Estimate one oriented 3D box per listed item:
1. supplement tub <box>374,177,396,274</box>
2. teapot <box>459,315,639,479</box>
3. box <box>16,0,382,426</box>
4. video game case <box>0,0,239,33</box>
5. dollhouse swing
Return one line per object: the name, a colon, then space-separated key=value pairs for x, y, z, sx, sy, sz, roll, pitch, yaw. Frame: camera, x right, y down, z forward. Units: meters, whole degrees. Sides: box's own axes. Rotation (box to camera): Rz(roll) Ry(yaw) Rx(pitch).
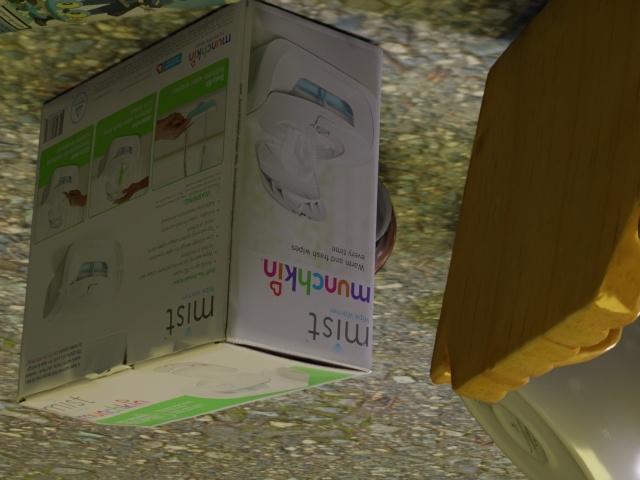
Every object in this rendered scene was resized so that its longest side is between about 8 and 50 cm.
supplement tub: x=0.000 y=0.000 z=1.460 sx=0.106 sy=0.106 sz=0.198 roll=5 pitch=162 yaw=-11
teapot: x=0.241 y=0.111 z=1.558 sx=0.187 sy=0.252 sz=0.256 roll=-40 pitch=176 yaw=-13
box: x=-0.089 y=-0.007 z=1.225 sx=0.126 sy=0.231 sz=0.262 roll=14 pitch=158 yaw=-36
video game case: x=-0.239 y=-0.190 z=0.970 sx=0.299 sy=0.036 sz=0.329 roll=-5 pitch=161 yaw=20
dollhouse swing: x=0.276 y=-0.043 z=1.028 sx=0.304 sy=0.315 sz=0.347 roll=16 pitch=160 yaw=-11
